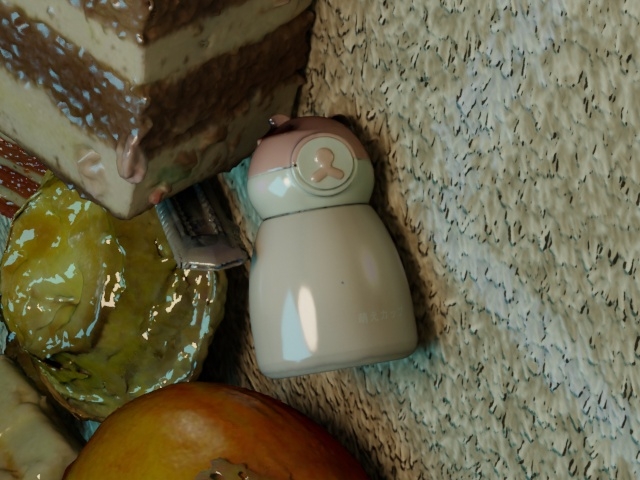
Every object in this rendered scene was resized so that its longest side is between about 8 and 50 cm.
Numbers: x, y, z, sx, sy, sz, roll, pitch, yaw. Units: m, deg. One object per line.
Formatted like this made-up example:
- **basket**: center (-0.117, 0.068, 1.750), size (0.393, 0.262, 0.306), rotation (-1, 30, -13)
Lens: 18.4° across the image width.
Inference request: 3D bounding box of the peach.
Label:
- **peach**: center (-0.107, 0.306, 1.930), size (0.373, 0.290, 0.372), rotation (21, 150, 13)

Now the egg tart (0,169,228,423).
- **egg tart**: center (-0.234, 0.033, 2.084), size (0.341, 0.129, 0.341), rotation (-8, 78, 40)

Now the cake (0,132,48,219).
- **cake**: center (-0.349, -0.091, 2.266), size (0.262, 0.160, 0.158), rotation (52, 139, 29)

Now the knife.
- **knife**: center (-0.128, -0.057, 1.888), size (0.365, 0.089, 0.043), rotation (-116, 11, -62)

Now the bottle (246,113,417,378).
- **bottle**: center (0.000, 0.000, 1.787), size (0.147, 0.148, 0.236), rotation (-13, 85, 58)

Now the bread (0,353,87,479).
- **bread**: center (-0.355, 0.377, 2.181), size (0.279, 0.390, 0.371), rotation (30, 161, 40)

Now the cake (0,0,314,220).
- **cake**: center (-0.177, -0.215, 1.797), size (0.282, 0.256, 0.290), rotation (34, 131, 25)

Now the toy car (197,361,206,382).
- **toy car**: center (-0.229, 0.119, 2.234), size (0.321, 0.097, 0.141), rotation (20, 120, 52)

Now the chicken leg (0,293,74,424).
- **chicken leg**: center (-0.374, 0.152, 2.504), size (0.107, 0.087, 0.251), rotation (-26, 74, 37)
